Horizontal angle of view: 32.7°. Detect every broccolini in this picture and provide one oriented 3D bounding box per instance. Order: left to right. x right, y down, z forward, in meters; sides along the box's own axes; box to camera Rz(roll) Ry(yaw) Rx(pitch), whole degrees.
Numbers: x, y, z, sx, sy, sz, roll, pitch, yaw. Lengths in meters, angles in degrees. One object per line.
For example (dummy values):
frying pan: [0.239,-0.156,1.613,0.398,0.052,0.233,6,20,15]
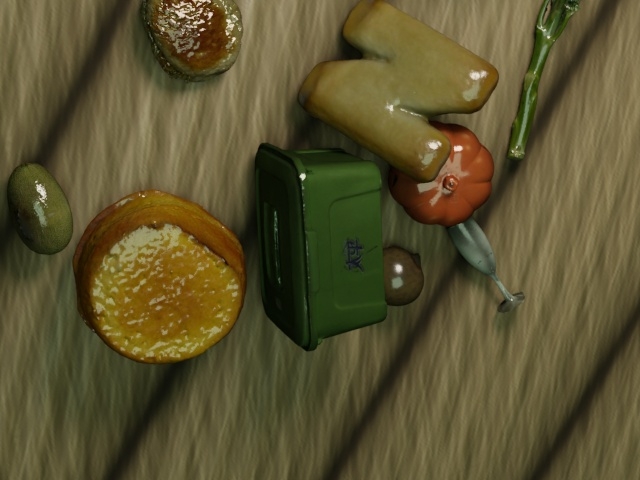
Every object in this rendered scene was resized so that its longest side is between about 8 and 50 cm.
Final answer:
broccolini: [0.409,-0.325,1.923,0.078,0.074,0.392,11,101,-4]

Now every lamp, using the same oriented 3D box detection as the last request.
lamp: [0.211,-0.114,1.902,0.187,0.164,0.188,-2,107,-7]

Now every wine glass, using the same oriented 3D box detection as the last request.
wine glass: [0.302,0.039,2.011,0.066,0.066,0.198,-35,104,1]

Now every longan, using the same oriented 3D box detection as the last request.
longan: [0.140,0.063,1.975,0.113,0.092,0.113,2,79,-12]

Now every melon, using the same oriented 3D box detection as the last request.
melon: [-0.476,-0.054,1.845,0.099,0.099,0.162,-17,103,-4]

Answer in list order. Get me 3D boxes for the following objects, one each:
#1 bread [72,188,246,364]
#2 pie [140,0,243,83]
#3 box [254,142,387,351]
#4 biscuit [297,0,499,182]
bread: [-0.277,0.073,1.869,0.312,0.172,0.312,-3,105,-11]
pie: [-0.214,-0.362,1.820,0.163,0.079,0.193,-30,105,-6]
box: [0.000,0.000,1.866,0.177,0.253,0.329,-7,106,-21]
biscuit: [0.126,-0.257,1.833,0.290,0.062,0.237,36,92,17]
